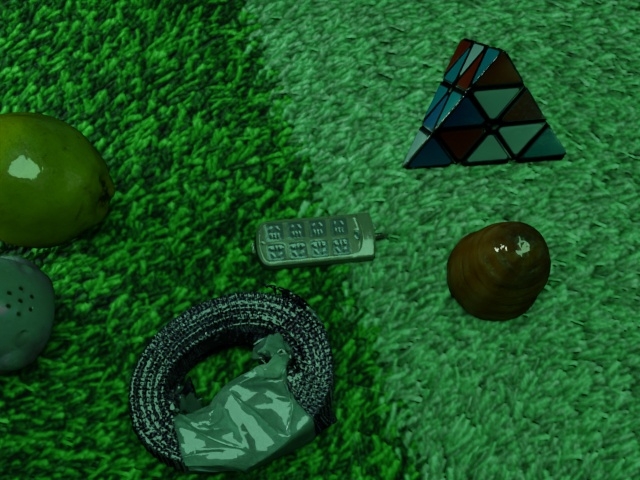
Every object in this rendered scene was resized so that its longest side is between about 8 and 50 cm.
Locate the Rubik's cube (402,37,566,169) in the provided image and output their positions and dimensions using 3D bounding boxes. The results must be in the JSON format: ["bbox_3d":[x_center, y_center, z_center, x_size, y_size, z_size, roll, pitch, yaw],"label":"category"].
[{"bbox_3d":[0.217,-0.217,1.980,0.234,0.284,0.250,-39,49,5],"label":"Rubik's cube"}]

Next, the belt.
[{"bbox_3d":[-0.132,0.218,1.763,0.325,0.122,0.260,-26,69,-12],"label":"belt"}]

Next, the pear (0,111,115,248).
[{"bbox_3d":[-0.455,-0.097,1.814,0.269,0.212,0.212,14,69,6],"label":"pear"}]

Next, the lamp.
[{"bbox_3d":[-0.530,0.085,1.673,0.301,0.247,0.247,17,65,-41],"label":"lamp"}]

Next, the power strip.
[{"bbox_3d":[0.000,0.000,1.901,0.227,0.029,0.080,-6,70,-6],"label":"power strip"}]

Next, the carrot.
[{"bbox_3d":[0.286,0.029,1.814,0.159,0.225,0.159,0,73,-1],"label":"carrot"}]
